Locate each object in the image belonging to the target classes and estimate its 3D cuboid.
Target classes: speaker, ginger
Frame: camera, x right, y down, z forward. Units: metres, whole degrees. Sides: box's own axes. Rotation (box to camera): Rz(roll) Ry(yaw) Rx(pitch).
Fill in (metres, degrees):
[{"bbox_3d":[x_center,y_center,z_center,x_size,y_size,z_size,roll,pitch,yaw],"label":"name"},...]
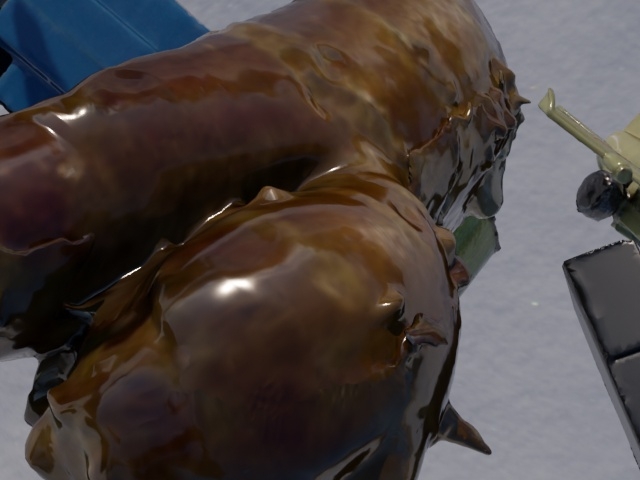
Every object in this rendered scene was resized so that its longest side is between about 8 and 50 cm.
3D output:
[{"bbox_3d":[0.196,0.111,0.740,0.044,0.082,0.218,-21,62,6],"label":"speaker"},{"bbox_3d":[0.000,0.000,0.646,0.254,0.176,0.418,42,36,10],"label":"ginger"}]

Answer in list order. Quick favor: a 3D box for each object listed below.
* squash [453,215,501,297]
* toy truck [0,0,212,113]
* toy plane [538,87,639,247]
[{"bbox_3d":[0.007,0.047,1.571,0.310,0.310,0.309,42,66,-16],"label":"squash"},{"bbox_3d":[-0.130,-0.110,0.920,0.385,0.162,0.161,40,93,0],"label":"toy truck"},{"bbox_3d":[0.257,-0.024,0.990,0.229,0.244,0.092,30,112,-28],"label":"toy plane"}]
